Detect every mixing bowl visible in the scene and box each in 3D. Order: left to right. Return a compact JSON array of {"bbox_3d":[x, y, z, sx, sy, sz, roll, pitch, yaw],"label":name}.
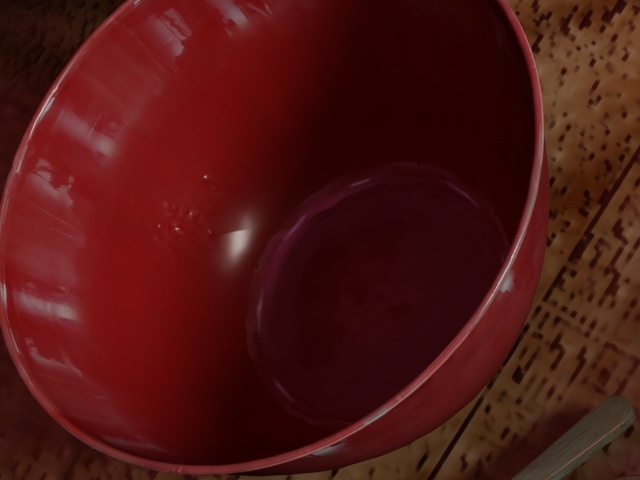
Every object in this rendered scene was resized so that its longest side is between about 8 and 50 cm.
[{"bbox_3d":[0.000,0.000,0.529,0.181,0.098,0.181,-12,61,24],"label":"mixing bowl"}]

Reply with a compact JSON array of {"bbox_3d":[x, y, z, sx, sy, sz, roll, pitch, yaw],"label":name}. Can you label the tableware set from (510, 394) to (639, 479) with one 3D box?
[{"bbox_3d":[0.050,0.143,0.468,0.194,0.039,0.128,-37,42,1],"label":"tableware set"}]
